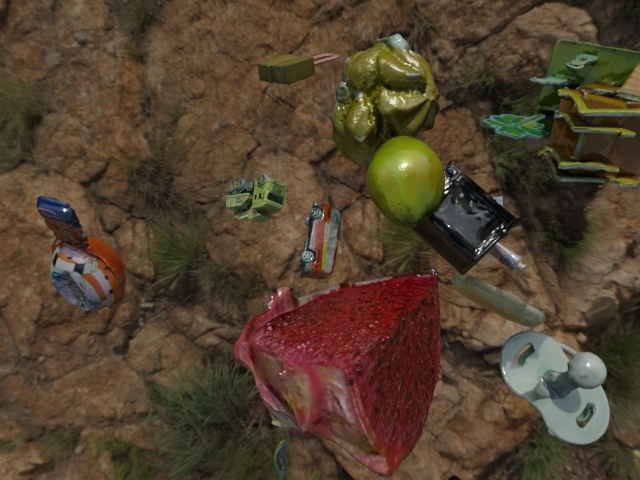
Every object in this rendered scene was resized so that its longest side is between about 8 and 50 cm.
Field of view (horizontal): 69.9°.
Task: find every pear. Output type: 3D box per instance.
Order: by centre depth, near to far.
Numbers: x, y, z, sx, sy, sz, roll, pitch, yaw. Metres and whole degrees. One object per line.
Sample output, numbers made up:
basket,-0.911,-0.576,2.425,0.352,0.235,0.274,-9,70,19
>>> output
pear,0.203,-0.130,1.082,0.188,0.187,0.219,-16,59,6

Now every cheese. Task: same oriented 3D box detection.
cheese,-0.548,0.041,1.049,0.217,0.129,0.329,16,134,17

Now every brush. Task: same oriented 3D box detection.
brush,-0.039,-0.454,1.168,0.103,0.233,0.047,24,134,37

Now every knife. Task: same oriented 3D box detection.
knife,-0.063,0.386,0.751,0.026,0.022,0.184,22,124,33

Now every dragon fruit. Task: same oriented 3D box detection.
dragon fruit,0.020,0.113,0.437,0.161,0.274,0.126,0,102,27

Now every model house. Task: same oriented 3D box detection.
model house,0.533,-0.266,0.948,0.358,0.313,0.242,37,134,38

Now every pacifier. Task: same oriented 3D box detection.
pacifier,0.698,0.384,1.293,0.288,0.269,0.343,-35,73,-29

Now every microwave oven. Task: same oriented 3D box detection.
microwave oven,0.375,-0.058,1.239,0.178,0.188,0.247,-43,74,-10

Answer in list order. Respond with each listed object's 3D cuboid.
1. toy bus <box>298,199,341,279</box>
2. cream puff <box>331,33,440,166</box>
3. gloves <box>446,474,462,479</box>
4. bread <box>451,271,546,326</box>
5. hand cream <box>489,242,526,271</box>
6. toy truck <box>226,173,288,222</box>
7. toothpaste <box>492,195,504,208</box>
toy bus,0.000,0.000,1.542,0.120,0.121,0.265,11,71,-7
cream puff,0.203,-0.377,1.314,0.276,0.378,0.378,20,97,20
gloves,0.293,0.571,0.904,0.106,0.129,0.180,-33,60,-13
bread,0.549,0.190,1.443,0.316,0.316,0.054,29,84,1
hand cream,0.636,0.058,1.567,0.053,0.084,0.142,-39,55,-18
toy truck,-0.182,-0.106,1.253,0.191,0.085,0.116,-4,73,41
toothpaste,0.527,-0.113,1.680,0.272,0.053,0.066,-3,60,26
